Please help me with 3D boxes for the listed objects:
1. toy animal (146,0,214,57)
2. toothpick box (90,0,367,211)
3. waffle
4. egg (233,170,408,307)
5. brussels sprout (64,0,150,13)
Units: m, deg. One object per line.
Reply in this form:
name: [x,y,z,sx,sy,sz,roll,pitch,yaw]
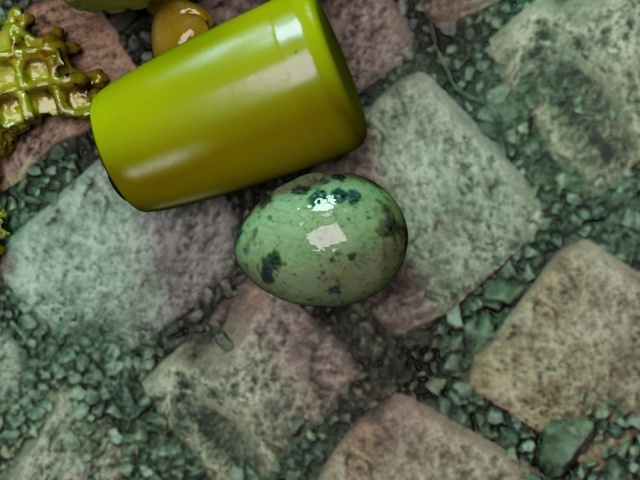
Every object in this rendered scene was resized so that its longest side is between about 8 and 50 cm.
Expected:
toy animal: [-0.174,-0.264,1.085,0.083,0.070,0.159,-27,77,8]
toothpick box: [-0.103,-0.134,1.009,0.271,0.175,0.175,-20,83,9]
waffle: [-0.398,-0.139,1.107,0.260,0.069,0.293,39,90,9]
egg: [0.000,0.000,0.996,0.182,0.141,0.141,-8,84,5]
brussels sprout: [-0.232,-0.405,0.974,0.274,0.242,0.316,-34,87,17]
